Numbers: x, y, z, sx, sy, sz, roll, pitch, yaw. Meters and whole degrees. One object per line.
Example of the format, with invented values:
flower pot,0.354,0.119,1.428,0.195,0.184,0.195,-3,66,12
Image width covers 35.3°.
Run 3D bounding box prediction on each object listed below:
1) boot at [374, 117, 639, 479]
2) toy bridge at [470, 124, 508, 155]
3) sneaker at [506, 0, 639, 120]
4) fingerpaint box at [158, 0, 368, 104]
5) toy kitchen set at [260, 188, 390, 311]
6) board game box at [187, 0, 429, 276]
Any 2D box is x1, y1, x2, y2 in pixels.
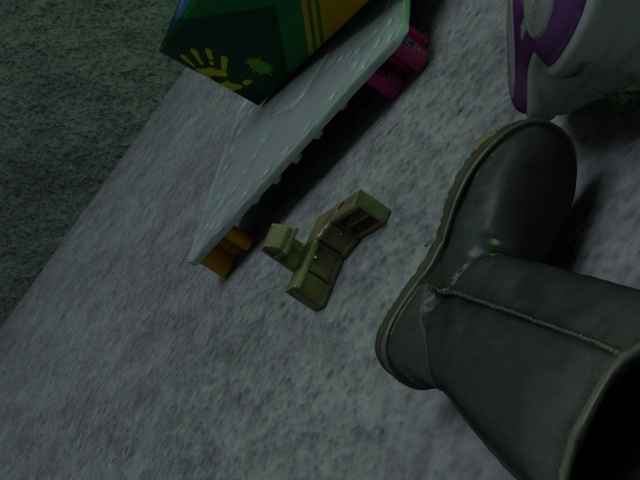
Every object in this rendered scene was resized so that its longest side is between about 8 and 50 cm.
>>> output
boot,0.116,0.022,0.491,0.189,0.076,0.208,-63,14,-5
toy bridge,0.107,-0.007,0.647,0.063,0.026,0.188,-29,31,51
sneaker,0.182,-0.123,0.556,0.305,0.152,0.114,-54,-38,-81
fingerpaint box,-0.008,-0.445,1.237,0.371,0.163,0.444,-27,40,62
toy kitchen set,0.000,0.000,0.848,0.075,0.068,0.083,-32,29,53
board game box,-0.003,-0.187,1.229,0.390,0.050,0.390,-45,20,31
